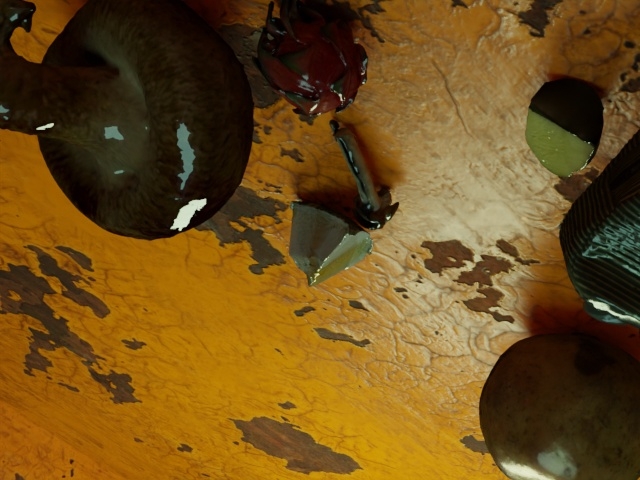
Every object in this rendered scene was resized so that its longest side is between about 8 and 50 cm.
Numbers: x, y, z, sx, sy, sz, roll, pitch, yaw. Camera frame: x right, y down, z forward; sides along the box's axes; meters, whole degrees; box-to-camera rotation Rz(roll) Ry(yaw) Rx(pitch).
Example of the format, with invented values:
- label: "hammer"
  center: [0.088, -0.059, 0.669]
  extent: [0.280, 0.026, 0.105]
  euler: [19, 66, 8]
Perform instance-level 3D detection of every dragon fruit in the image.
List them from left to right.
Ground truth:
- label: "dragon fruit"
  center: [-0.012, -0.216, 1.261]
  extent: [0.141, 0.130, 0.121]
  euler: [13, 180, 12]

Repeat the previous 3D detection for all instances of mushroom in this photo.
- label: "mushroom"
  center: [-0.255, -0.161, 1.290]
  extent: [0.331, 0.356, 0.334]
  euler: [-27, 85, 23]
- label: "mushroom"
  center: [0.058, -0.092, 1.456]
  extent: [0.060, 0.061, 0.187]
  euler: [32, 153, 45]

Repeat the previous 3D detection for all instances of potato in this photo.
- label: "potato"
  center: [0.291, -0.131, 1.246]
  extent: [0.096, 0.066, 0.103]
  euler: [41, 160, 14]

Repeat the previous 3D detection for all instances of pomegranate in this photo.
- label: "pomegranate"
  center: [0.382, 0.269, 1.602]
  extent: [0.281, 0.281, 0.281]
  euler: [15, 147, 10]

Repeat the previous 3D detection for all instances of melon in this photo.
- label: "melon"
  center: [0.000, -0.005, 1.560]
  extent: [0.139, 0.093, 0.202]
  euler: [48, 162, 10]

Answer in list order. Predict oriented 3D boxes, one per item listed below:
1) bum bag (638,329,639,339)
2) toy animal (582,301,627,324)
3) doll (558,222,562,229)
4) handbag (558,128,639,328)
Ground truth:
- label: "bum bag"
  center: [0.444, 0.068, 1.346]
  extent: [0.106, 0.233, 0.060]
  euler: [-12, 180, 24]
- label: "toy animal"
  center: [0.490, 0.087, 1.426]
  extent: [0.251, 0.127, 0.125]
  euler: [12, 164, 38]
- label: "doll"
  center: [0.375, -0.003, 1.406]
  extent: [0.114, 0.039, 0.057]
  euler: [11, 151, 11]
- label: "handbag"
  center: [0.455, -0.002, 1.158]
  extent: [0.340, 0.247, 0.240]
  euler: [24, 115, -5]
